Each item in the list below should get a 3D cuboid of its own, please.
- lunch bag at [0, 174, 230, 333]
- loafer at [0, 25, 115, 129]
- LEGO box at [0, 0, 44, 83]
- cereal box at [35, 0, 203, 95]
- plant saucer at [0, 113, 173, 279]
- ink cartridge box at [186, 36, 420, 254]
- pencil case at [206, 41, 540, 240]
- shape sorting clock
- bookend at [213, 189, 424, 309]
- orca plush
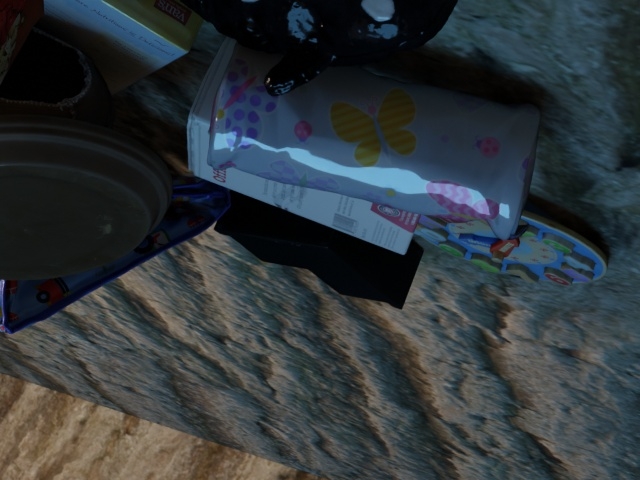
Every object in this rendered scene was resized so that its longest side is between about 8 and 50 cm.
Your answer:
[{"bbox_3d":[-0.243,-0.012,1.843,0.293,0.138,0.221,-18,-170,-25],"label":"lunch bag"},{"bbox_3d":[-0.344,-0.182,1.497,0.366,0.133,0.130,18,158,-9],"label":"loafer"},{"bbox_3d":[-0.477,-0.280,1.250,0.500,0.193,0.372,20,152,7],"label":"LEGO box"},{"bbox_3d":[-0.222,-0.201,1.541,0.173,0.047,0.240,31,161,-20],"label":"cereal box"},{"bbox_3d":[-0.269,-0.029,1.559,0.278,0.041,0.278,-4,155,-2],"label":"plant saucer"},{"bbox_3d":[-0.004,-0.082,1.567,0.218,0.092,0.158,19,163,2],"label":"ink cartridge box"},{"bbox_3d":[0.044,-0.083,1.420,0.273,0.113,0.124,14,174,1],"label":"pencil case"},{"bbox_3d":[0.177,0.002,1.694,0.206,0.040,0.206,20,164,6],"label":"shape sorting clock"},{"bbox_3d":[0.000,0.000,1.853,0.156,0.072,0.157,8,159,39],"label":"bookend"},{"bbox_3d":[-0.035,-0.166,1.324,0.287,0.102,0.151,15,162,23],"label":"orca plush"}]
